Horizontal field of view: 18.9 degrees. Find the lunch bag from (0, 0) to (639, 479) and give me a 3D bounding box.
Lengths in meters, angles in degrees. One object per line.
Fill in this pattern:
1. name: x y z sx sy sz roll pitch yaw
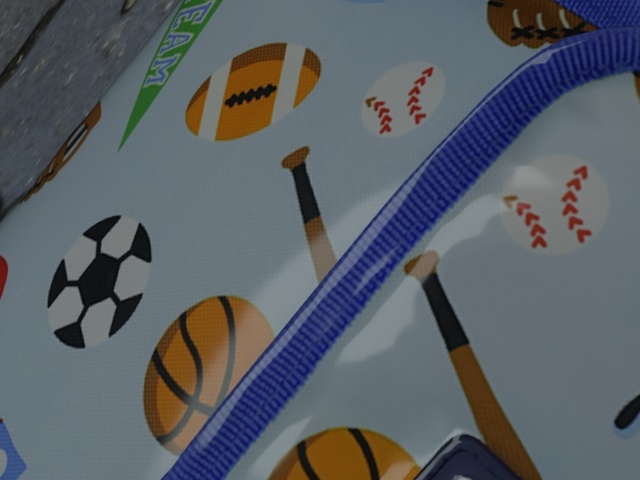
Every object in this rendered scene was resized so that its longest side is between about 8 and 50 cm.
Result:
1. lunch bag: 0.037 0.077 0.630 0.328 0.239 0.385 -50 42 6
